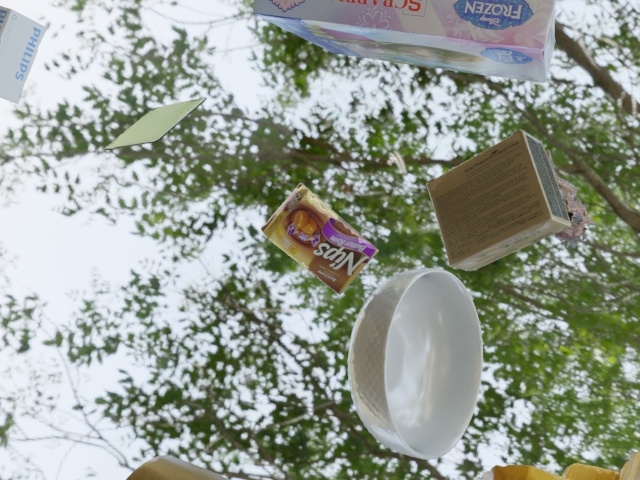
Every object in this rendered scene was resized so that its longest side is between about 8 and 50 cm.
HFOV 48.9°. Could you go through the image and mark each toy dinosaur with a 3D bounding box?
[{"bbox_3d":[0.501,-0.082,1.506,0.200,0.127,0.296,9,-143,26],"label":"toy dinosaur"}]

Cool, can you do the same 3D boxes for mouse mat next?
[{"bbox_3d":[-0.316,-0.223,1.350,0.189,0.007,0.153,0,-140,44],"label":"mouse mat"}]

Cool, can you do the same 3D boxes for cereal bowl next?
[{"bbox_3d":[0.159,0.219,1.290,0.141,0.339,0.339,-3,-113,40],"label":"cereal bowl"}]

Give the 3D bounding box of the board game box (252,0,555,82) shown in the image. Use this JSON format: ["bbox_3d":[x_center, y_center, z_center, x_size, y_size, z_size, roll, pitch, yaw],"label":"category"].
[{"bbox_3d":[0.124,-0.263,0.872,0.317,0.318,0.066,12,-80,17],"label":"board game box"}]

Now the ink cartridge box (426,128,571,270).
[{"bbox_3d":[0.342,-0.072,1.378,0.234,0.088,0.193,-30,-119,39],"label":"ink cartridge box"}]

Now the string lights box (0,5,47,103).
[{"bbox_3d":[-0.574,-0.322,1.133,0.259,0.076,0.133,21,-89,25],"label":"string lights box"}]

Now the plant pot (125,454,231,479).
[{"bbox_3d":[-0.176,0.432,1.015,0.254,0.237,0.237,32,-83,32],"label":"plant pot"}]

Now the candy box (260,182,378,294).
[{"bbox_3d":[0.000,0.000,1.230,0.109,0.186,0.053,-49,-152,2],"label":"candy box"}]

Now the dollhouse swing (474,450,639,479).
[{"bbox_3d":[0.455,0.406,1.252,0.315,0.305,0.347,-52,168,-33],"label":"dollhouse swing"}]
